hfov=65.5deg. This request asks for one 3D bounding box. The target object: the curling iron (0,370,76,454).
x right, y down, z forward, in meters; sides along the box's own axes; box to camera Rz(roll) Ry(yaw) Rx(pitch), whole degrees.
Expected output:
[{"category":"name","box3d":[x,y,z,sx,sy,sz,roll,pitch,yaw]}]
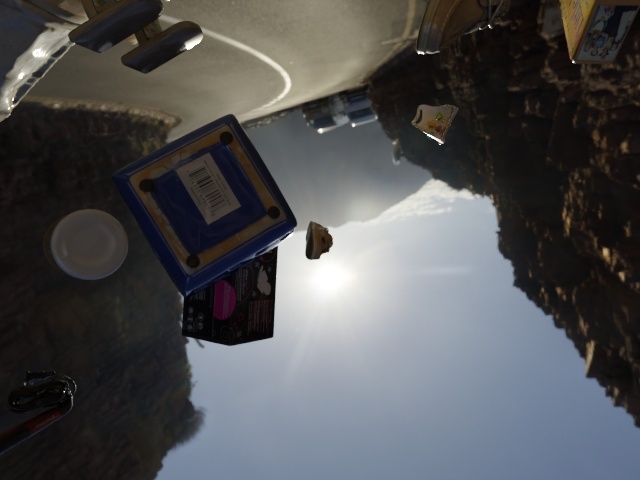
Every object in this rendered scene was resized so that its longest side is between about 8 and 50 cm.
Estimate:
[{"category":"curling iron","box3d":[-0.410,0.242,0.557,0.274,0.068,0.035,-36,165,-32]}]

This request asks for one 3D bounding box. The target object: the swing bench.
[{"category":"swing bench","box3d":[-0.460,-0.323,0.721,0.253,0.254,0.165,-33,153,19]}]

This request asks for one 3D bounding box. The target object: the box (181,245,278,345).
[{"category":"box","box3d":[-0.199,0.093,1.105,0.164,0.247,0.142,2,178,37]}]

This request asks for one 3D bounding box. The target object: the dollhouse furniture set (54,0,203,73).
[{"category":"dollhouse furniture set","box3d":[-0.202,-0.313,0.455,0.161,0.212,0.242,-23,177,16]}]

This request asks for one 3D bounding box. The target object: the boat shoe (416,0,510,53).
[{"category":"boat shoe","box3d":[0.286,-0.440,0.882,0.341,0.110,0.121,-52,164,-22]}]

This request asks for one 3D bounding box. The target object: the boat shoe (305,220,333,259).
[{"category":"boat shoe","box3d":[0.000,0.000,1.101,0.059,0.062,0.170,14,-159,-6]}]

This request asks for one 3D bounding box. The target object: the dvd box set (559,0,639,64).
[{"category":"dvd box set","box3d":[0.385,-0.482,0.597,0.062,0.420,0.307,6,-125,9]}]

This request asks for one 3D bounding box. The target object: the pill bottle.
[{"category":"pill bottle","box3d":[-0.234,0.004,0.488,0.065,0.065,0.116,-23,-168,-32]}]

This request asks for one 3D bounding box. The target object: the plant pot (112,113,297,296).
[{"category":"plant pot","box3d":[-0.181,-0.057,0.805,0.236,0.235,0.212,-31,-176,-12]}]

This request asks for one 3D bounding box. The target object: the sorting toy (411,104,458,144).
[{"category":"sorting toy","box3d":[0.223,-0.238,0.997,0.075,0.083,0.045,26,161,2]}]
